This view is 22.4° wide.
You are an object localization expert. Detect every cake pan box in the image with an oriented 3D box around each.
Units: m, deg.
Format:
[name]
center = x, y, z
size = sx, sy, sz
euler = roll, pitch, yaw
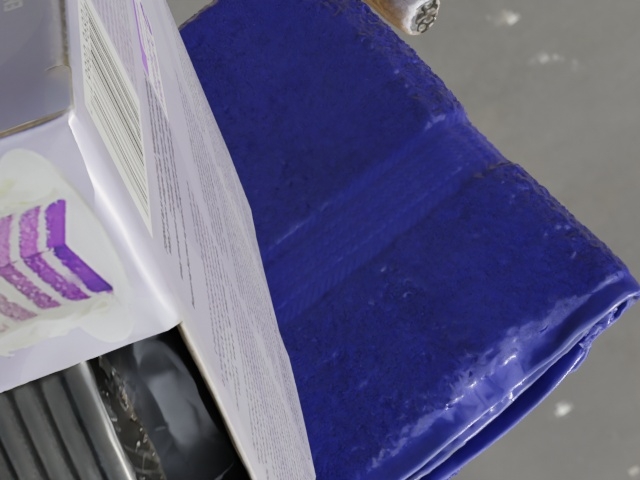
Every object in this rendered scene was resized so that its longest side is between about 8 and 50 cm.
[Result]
[cake pan box]
center = -0.065, -0.008, 0.498
size = 0.070, 0.267, 0.246
euler = -20, 132, 4

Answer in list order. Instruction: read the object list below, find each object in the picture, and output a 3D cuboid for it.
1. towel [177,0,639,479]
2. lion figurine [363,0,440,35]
[towel]
center = 0.000, 0.000, 0.921
size = 0.228, 0.308, 0.076
euler = -37, 158, -9
[lion figurine]
center = 0.086, -0.298, 1.177
size = 0.392, 0.240, 0.142
euler = -27, 144, -39
